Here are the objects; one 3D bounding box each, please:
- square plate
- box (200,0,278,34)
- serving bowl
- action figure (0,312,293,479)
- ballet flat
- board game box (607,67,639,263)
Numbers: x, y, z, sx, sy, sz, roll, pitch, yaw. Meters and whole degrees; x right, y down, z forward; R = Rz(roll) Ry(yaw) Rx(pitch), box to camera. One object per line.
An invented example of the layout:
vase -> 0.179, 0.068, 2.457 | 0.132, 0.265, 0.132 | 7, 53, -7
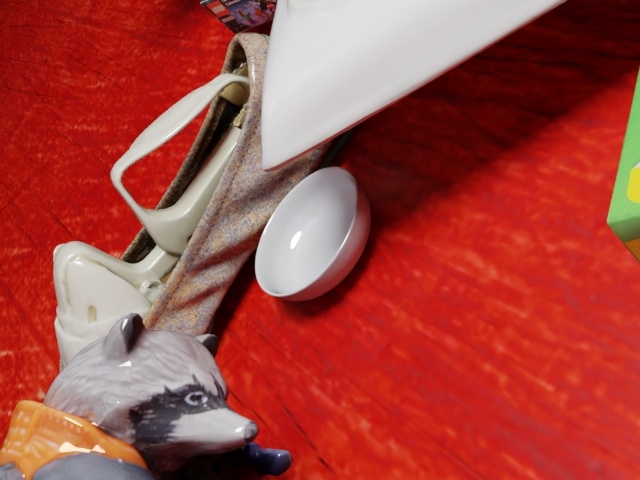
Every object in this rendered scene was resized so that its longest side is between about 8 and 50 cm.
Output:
square plate -> 0.102, -0.232, 0.493 | 0.344, 0.049, 0.347 | -29, 36, 28
box -> 0.003, -0.288, 0.746 | 0.159, 0.044, 0.233 | -8, 55, 42
serving bowl -> 0.000, 0.000, 0.527 | 0.083, 0.027, 0.083 | -32, 40, 32
action figure -> -0.075, 0.184, 0.337 | 0.341, 0.178, 0.330 | -19, 57, 47
ballet flat -> -0.103, 0.005, 0.585 | 0.316, 0.106, 0.107 | -58, 33, -2
board game box -> 0.246, -0.107, 0.252 | 0.317, 0.046, 0.214 | -17, 39, 45
